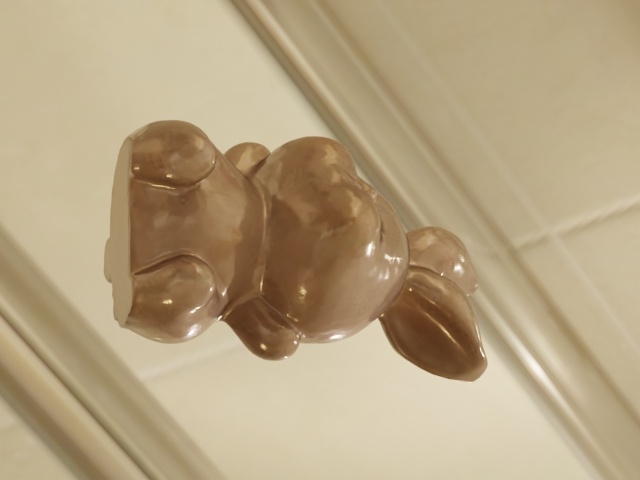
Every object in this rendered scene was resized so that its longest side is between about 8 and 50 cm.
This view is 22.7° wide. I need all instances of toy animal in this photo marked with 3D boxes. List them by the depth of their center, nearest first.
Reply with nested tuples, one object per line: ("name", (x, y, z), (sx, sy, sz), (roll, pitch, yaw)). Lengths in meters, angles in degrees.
("toy animal", (0.001, -0.001, 0.786), (0.124, 0.213, 0.124), (-176, -90, -67))
